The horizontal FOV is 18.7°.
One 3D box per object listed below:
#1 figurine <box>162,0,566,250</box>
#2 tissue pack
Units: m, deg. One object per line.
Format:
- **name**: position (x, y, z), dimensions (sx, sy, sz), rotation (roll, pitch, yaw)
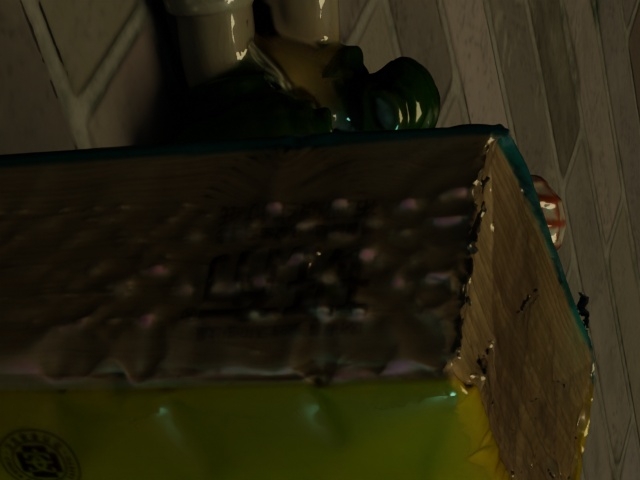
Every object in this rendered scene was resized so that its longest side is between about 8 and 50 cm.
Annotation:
- **figurine**: position (0.000, 0.000, 1.027), dimensions (0.281, 0.167, 0.370), rotation (-20, 102, -31)
- **tissue pack**: position (-0.042, 0.058, 0.765), dimensions (0.192, 0.271, 0.134), rotation (60, 33, -52)
